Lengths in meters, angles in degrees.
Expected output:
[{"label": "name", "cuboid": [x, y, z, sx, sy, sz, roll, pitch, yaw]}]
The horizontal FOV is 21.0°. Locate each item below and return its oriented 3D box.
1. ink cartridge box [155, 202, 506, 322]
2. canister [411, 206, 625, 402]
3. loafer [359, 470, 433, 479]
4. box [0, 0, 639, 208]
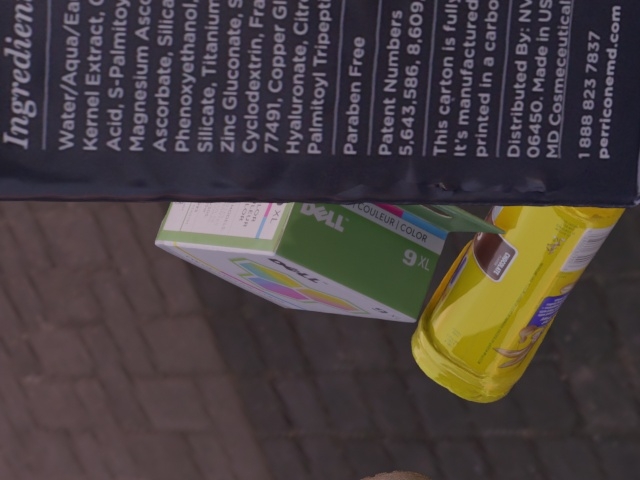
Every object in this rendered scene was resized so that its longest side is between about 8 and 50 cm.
[{"label": "ink cartridge box", "cuboid": [0.000, 0.000, 1.029, 0.109, 0.062, 0.209, 26, 168, -30]}, {"label": "canister", "cuboid": [0.130, 0.002, 1.048, 0.073, 0.126, 0.170, 32, 134, 5]}, {"label": "loafer", "cuboid": [0.073, 0.257, 1.103, 0.101, 0.092, 0.268, -19, 131, 13]}, {"label": "box", "cuboid": [-0.047, -0.071, 0.385, 0.153, 0.207, 0.108, -153, 66, -66]}]
